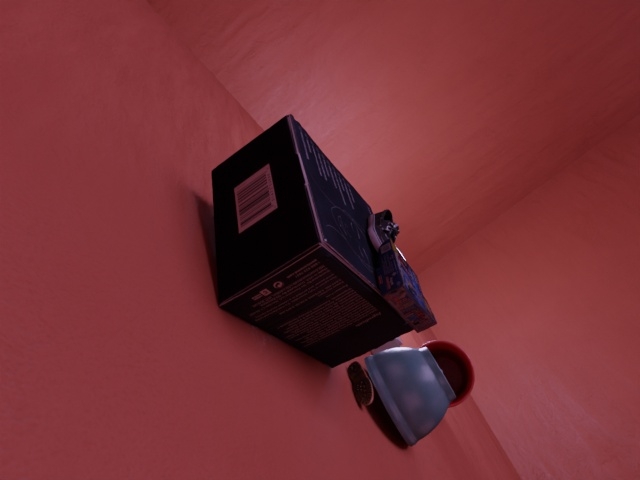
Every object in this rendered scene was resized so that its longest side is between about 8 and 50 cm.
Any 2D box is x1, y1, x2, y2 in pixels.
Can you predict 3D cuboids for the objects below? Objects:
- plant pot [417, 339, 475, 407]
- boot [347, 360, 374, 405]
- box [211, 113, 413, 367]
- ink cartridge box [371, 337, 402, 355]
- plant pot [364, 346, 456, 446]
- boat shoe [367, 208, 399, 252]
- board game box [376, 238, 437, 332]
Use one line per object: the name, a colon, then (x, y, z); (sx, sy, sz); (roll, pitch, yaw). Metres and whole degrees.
plant pot: (0.537, 0.595, 1.991); (0.275, 0.275, 0.243); (57, 2, 25)
boot: (0.134, 0.432, 1.320); (0.084, 0.059, 0.158); (52, 8, -25)
box: (-0.024, 0.014, 1.221); (0.472, 0.297, 0.480); (40, 26, -43)
ink cartridge box: (0.241, 0.381, 1.766); (0.067, 0.115, 0.198); (42, 15, -43)
plant pot: (0.293, 0.453, 1.400); (0.293, 0.196, 0.293); (60, 4, -7)
boat shoe: (0.183, -0.026, 1.253); (0.080, 0.076, 0.228); (54, 18, -16)
board game box: (0.209, 0.124, 1.108); (0.194, 0.060, 0.194); (52, 19, -27)
